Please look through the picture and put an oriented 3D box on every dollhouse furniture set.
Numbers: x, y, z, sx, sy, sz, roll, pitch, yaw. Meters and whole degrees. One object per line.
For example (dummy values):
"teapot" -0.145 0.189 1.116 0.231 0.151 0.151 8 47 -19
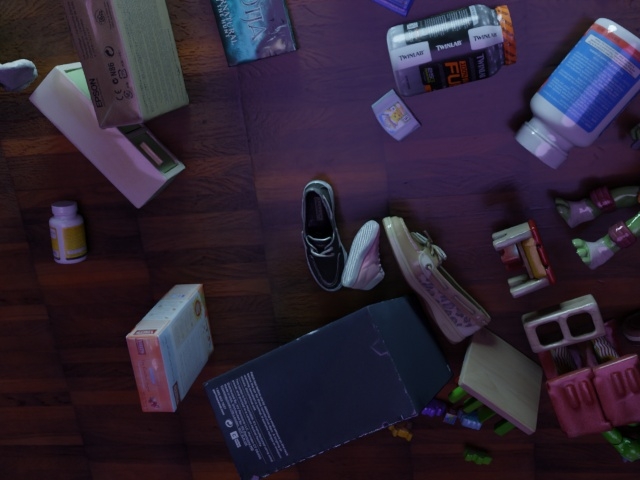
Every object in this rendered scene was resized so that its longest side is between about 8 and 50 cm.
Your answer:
"dollhouse furniture set" 0.429 0.125 1.146 0.152 0.201 0.373 -20 99 16

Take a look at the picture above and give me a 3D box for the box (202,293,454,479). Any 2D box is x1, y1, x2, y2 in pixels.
"box" 0.032 0.240 1.152 0.313 0.343 0.178 -26 81 17

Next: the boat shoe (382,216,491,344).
"boat shoe" 0.208 0.061 1.211 0.089 0.104 0.285 -30 112 13

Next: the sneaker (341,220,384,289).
"sneaker" 0.093 0.032 1.244 0.070 0.051 0.134 19 95 -29

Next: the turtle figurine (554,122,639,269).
"turtle figurine" 0.510 -0.079 1.041 0.266 0.275 0.197 -31 87 27

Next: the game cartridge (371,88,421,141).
"game cartridge" 0.131 -0.217 1.162 0.056 0.017 0.083 -37 100 23

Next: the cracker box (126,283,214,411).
"cracker box" -0.279 0.198 1.263 0.067 0.232 0.155 -3 109 11

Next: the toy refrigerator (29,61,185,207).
"toy refrigerator" -0.381 -0.196 1.208 0.094 0.102 0.269 -40 98 20

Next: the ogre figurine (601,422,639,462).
"ogre figurine" 0.621 0.345 1.246 0.197 0.097 0.118 -23 87 1

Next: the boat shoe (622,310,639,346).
"boat shoe" 0.674 0.166 1.170 0.258 0.095 0.095 -10 114 12

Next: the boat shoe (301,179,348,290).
"boat shoe" 0.000 0.000 1.232 0.078 0.070 0.219 -8 108 12

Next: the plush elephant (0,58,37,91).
"plush elephant" -0.646 -0.321 1.112 0.256 0.272 0.329 23 138 43

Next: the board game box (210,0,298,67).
"board game box" -0.122 -0.403 1.131 0.126 0.026 0.186 -11 107 14

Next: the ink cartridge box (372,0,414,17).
"ink cartridge box" 0.124 -0.531 1.028 0.186 0.065 0.311 27 113 0

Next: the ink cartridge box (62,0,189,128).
"ink cartridge box" -0.318 -0.320 1.104 0.088 0.193 0.234 -7 108 14

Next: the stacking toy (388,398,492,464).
"stacking toy" 0.265 0.345 1.327 0.221 0.052 0.166 18 113 1

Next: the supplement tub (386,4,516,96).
"supplement tub" 0.210 -0.307 1.062 0.191 0.117 0.116 -11 107 14

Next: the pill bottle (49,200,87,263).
"pill bottle" -0.501 -0.017 1.312 0.065 0.065 0.116 4 111 8

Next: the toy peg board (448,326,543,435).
"toy peg board" 0.321 0.269 1.241 0.161 0.160 0.079 36 131 -4

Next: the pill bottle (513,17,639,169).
"pill bottle" 0.415 -0.226 1.053 0.124 0.124 0.221 36 110 -4
